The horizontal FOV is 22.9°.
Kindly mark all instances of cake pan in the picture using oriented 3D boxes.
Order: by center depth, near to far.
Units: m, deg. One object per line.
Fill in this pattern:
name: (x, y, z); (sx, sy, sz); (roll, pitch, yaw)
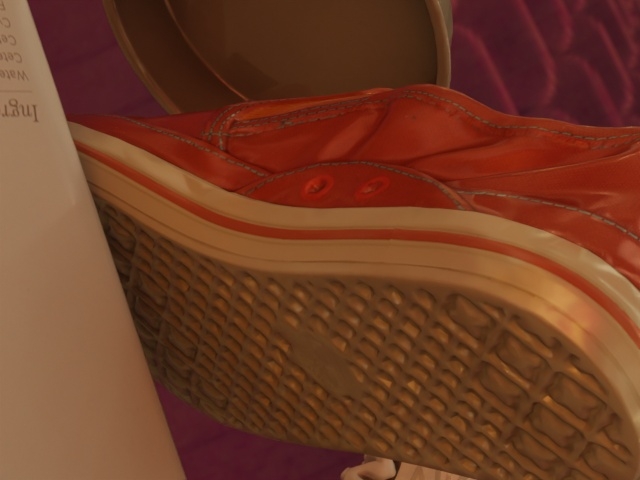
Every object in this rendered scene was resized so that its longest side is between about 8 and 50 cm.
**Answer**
cake pan: (-0.029, -0.172, 1.162); (0.293, 0.293, 0.054); (58, 44, -21)

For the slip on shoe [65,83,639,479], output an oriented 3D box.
slip on shoe: (0.000, 0.000, 0.541); (0.101, 0.331, 0.123); (-44, 122, -29)

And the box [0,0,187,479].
box: (-0.203, 0.012, 0.502); (0.168, 0.215, 0.345); (-8, 75, -54)

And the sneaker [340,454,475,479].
sneaker: (0.069, 0.176, 1.031); (0.118, 0.292, 0.110); (37, -22, 17)
